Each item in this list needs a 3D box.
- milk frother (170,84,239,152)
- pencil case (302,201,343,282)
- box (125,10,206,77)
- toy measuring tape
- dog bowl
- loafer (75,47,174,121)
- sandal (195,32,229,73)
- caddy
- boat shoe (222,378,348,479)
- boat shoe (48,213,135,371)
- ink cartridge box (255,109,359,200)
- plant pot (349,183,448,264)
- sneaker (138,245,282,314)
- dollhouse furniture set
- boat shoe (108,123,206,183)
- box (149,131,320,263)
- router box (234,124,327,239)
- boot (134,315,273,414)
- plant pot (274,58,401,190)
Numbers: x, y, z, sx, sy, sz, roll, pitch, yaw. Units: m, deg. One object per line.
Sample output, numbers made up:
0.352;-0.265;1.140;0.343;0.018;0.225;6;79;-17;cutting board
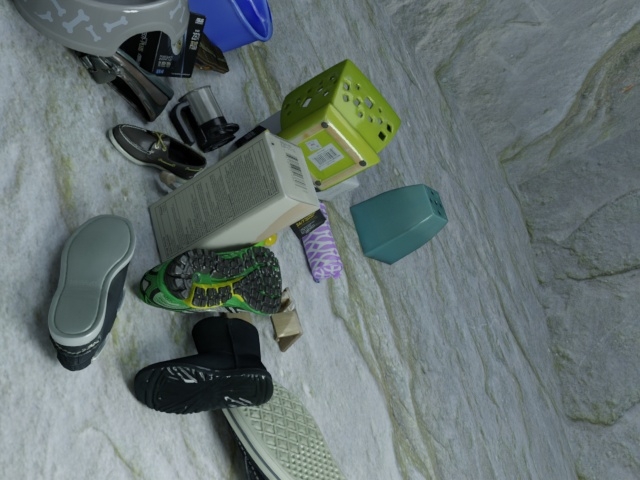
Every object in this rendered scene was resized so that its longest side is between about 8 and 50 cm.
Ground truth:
-0.248;-0.282;1.815;0.129;0.143;0.135;-30;94;-57;milk frother
0.000;0.000;2.057;0.088;0.086;0.206;15;52;-49;pencil case
-0.339;-0.440;1.771;0.077;0.147;0.180;21;15;15;box
-0.198;-0.089;1.746;0.330;0.121;0.121;39;35;-39;toy measuring tape
-0.419;-0.509;1.573;0.348;0.102;0.349;11;48;-13;dog bowl
-0.413;-0.335;1.636;0.267;0.096;0.084;33;79;-43;loafer
-0.294;-0.464;2.012;0.219;0.060;0.090;7;64;-76;sandal
-0.242;-0.663;2.102;0.341;0.179;0.241;57;26;-33;caddy
-0.046;0.456;1.481;0.500;0.156;0.187;52;29;13;boat shoe
-0.374;0.077;1.316;0.114;0.091;0.302;11;40;-1;boat shoe
-0.034;-0.228;2.181;0.273;0.114;0.197;8;59;-59;ink cartridge box
0.243;-0.060;2.385;0.165;0.234;0.166;19;50;-54;plant pot
-0.198;0.077;1.543;0.343;0.146;0.134;12;72;-53;sneaker
-0.144;0.164;1.713;0.151;0.123;0.144;-8;68;-25;dollhouse furniture set
-0.332;-0.190;1.661;0.227;0.068;0.081;26;44;-50;boat shoe
-0.171;-0.064;1.556;0.121;0.311;0.148;15;53;-56;box
-0.098;-0.144;1.880;0.243;0.081;0.309;56;-1;-12;router box
-0.216;0.216;1.453;0.246;0.094;0.207;2;22;-18;boot
0.032;-0.266;1.974;0.227;0.228;0.207;45;41;-24;plant pot
